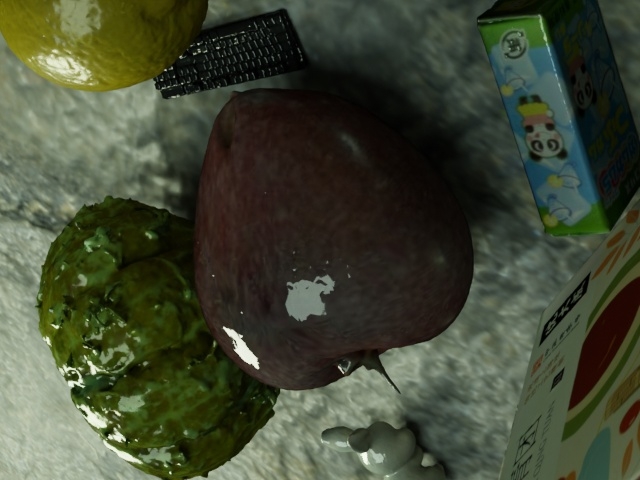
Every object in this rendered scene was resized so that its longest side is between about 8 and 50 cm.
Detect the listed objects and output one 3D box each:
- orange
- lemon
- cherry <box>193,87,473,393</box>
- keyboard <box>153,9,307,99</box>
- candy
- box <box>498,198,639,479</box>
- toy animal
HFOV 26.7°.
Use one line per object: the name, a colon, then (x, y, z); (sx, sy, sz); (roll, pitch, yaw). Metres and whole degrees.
orange: (-0.164, 0.089, 1.396); (0.301, 0.223, 0.300); (62, 174, -8)
lemon: (-0.198, -0.226, 1.219); (0.244, 0.187, 0.187); (-2, 120, 42)
cherry: (0.000, 0.000, 1.216); (0.261, 0.221, 0.307); (-28, 90, 33)
keyboard: (-0.096, -0.176, 1.302); (0.195, 0.018, 0.060); (-7, 114, 41)
candy: (0.194, -0.110, 1.065); (0.062, 0.097, 0.195); (-4, 120, 36)
box: (0.268, 0.075, 0.913); (0.122, 0.344, 0.385); (30, 131, -4)
toy animal: (0.073, 0.237, 1.450); (0.124, 0.085, 0.071); (58, 154, -6)
